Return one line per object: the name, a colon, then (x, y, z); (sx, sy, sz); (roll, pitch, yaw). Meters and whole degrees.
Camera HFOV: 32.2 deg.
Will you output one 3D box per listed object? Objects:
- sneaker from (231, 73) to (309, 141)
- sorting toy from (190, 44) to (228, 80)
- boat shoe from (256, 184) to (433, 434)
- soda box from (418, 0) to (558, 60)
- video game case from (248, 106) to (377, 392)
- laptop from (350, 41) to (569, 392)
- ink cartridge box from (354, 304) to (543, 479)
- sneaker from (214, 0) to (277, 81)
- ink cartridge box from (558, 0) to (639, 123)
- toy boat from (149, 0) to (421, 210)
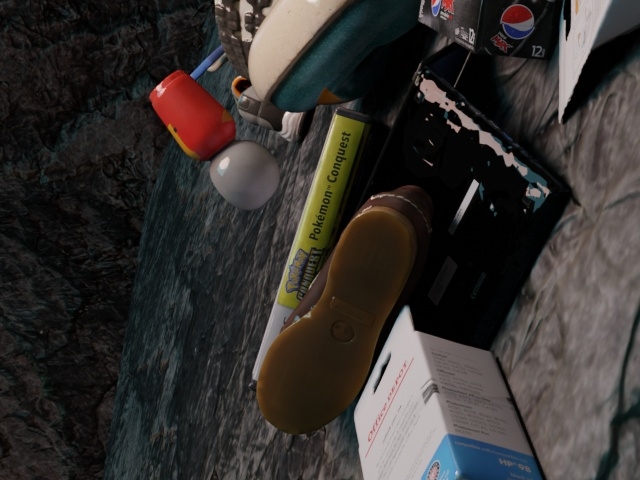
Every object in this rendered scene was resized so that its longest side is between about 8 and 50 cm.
sneaker: (-0.075, -0.228, 1.594); (0.271, 0.108, 0.100); (-104, 31, -66)
sorting toy: (-0.069, -0.334, 1.667); (0.196, 0.047, 0.347); (-36, 12, 40)
boat shoe: (0.023, 0.051, 0.792); (0.207, 0.073, 0.073); (-58, -5, 30)
soda box: (0.124, -0.178, 0.839); (0.169, 0.060, 0.053); (-114, 29, -69)
video game case: (0.000, 0.000, 1.044); (0.275, 0.035, 0.248); (-54, -19, -83)
laptop: (0.099, -0.010, 0.859); (0.264, 0.137, 0.234); (50, 128, 42)
ink cartridge box: (0.074, 0.132, 0.693); (0.180, 0.060, 0.104); (-99, 29, -61)
sneaker: (-0.001, -0.382, 1.340); (0.182, 0.158, 0.410); (-14, -58, -71)
ink cartridge box: (0.193, -0.202, 0.671); (0.224, 0.056, 0.181); (92, -175, -60)
toy boat: (-0.016, -0.166, 1.112); (0.318, 0.148, 0.267); (-42, 0, -27)
